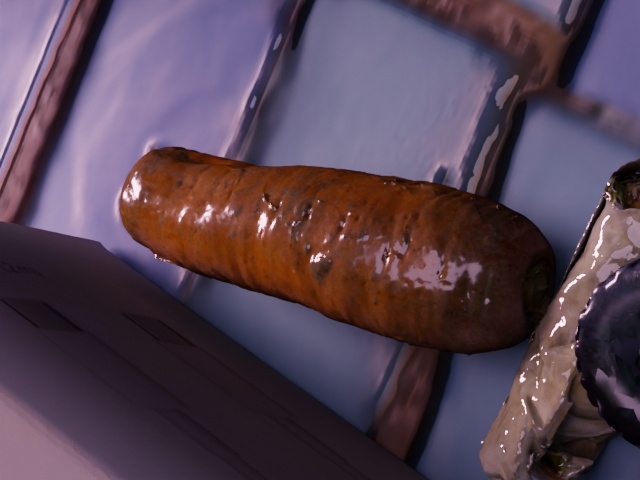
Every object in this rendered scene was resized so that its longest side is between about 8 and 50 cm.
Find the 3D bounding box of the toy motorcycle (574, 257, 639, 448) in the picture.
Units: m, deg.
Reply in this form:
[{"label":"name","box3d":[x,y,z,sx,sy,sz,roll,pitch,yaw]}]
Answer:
[{"label":"toy motorcycle","box3d":[0.172,0.076,0.601,0.122,0.082,0.213,-43,76,22]}]

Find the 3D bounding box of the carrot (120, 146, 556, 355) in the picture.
[{"label":"carrot","box3d":[0.000,0.000,0.735,0.186,0.060,0.060,13,92,32]}]

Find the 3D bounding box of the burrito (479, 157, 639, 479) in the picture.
[{"label":"burrito","box3d":[0.104,0.023,0.675,0.149,0.055,0.041,-59,30,15]}]

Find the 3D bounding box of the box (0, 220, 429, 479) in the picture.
[{"label":"box","box3d":[-0.076,0.088,0.687,0.252,0.203,0.106,32,101,31]}]
